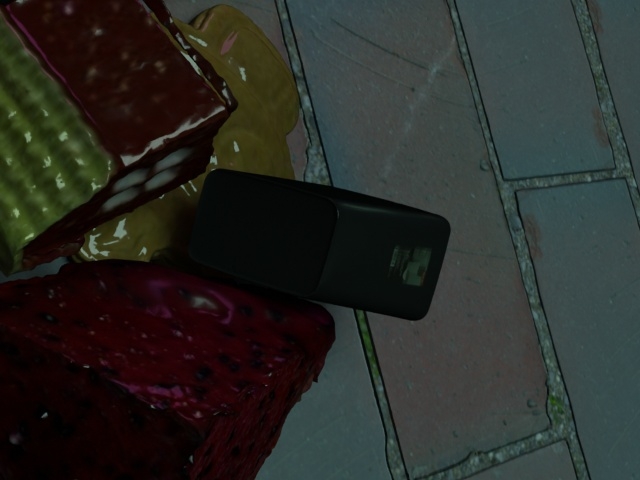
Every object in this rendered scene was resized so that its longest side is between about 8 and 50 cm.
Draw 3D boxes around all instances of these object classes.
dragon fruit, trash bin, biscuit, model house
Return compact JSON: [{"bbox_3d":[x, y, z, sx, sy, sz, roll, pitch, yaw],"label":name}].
[{"bbox_3d":[-0.100,0.142,1.026,0.330,0.240,0.302,-23,108,-39],"label":"dragon fruit"},{"bbox_3d":[0.000,0.000,1.169,0.225,0.165,0.115,13,94,-61],"label":"trash bin"},{"bbox_3d":[-0.138,-0.102,1.213,0.269,0.051,0.376,48,48,-20],"label":"biscuit"},{"bbox_3d":[-0.230,-0.101,1.010,0.254,0.160,0.196,-35,84,-33],"label":"model house"}]

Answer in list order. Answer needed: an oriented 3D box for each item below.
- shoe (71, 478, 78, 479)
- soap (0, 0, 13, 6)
[{"bbox_3d":[-0.224,0.258,0.911,0.159,0.124,0.316,-46,107,-19],"label":"shoe"},{"bbox_3d":[-0.385,-0.394,0.996,0.261,0.156,0.446,-34,99,-46],"label":"soap"}]
